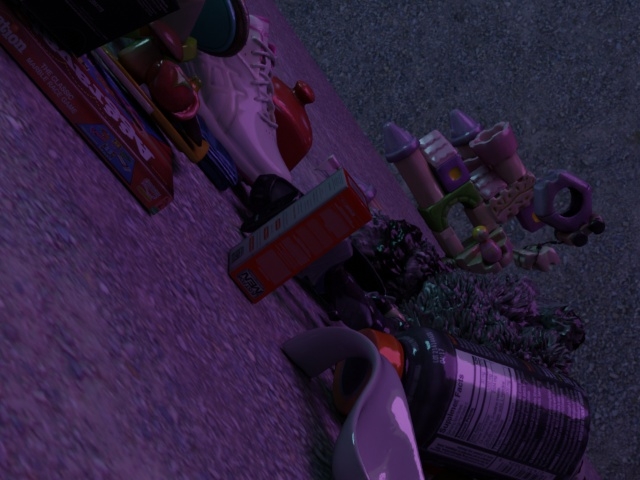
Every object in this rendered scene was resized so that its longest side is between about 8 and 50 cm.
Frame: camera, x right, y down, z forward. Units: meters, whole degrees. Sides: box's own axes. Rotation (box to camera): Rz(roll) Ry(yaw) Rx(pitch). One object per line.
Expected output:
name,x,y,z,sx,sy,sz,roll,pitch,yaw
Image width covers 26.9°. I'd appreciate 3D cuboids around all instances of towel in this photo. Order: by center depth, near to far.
towel,-0.133,-0.112,1.467,0.119,0.029,0.067,51,9,-21

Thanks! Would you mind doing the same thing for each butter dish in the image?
butter dish,-0.060,-0.166,1.770,0.160,0.118,0.160,50,9,-25

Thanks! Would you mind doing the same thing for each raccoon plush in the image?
raccoon plush,0.147,0.165,1.670,0.446,0.216,0.299,25,26,-2

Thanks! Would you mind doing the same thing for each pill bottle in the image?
pill bottle,0.136,0.163,1.331,0.246,0.130,0.130,21,23,-22

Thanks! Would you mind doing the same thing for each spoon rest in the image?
spoon rest,0.043,0.166,1.160,0.137,0.084,0.276,47,10,-38

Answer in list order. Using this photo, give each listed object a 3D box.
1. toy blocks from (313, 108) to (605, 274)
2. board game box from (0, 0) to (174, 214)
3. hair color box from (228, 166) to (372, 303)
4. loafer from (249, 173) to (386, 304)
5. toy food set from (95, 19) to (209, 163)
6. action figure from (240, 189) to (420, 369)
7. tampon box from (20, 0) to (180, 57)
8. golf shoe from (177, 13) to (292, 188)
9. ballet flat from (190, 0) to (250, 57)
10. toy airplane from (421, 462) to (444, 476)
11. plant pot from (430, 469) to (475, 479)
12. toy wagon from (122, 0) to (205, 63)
toy blocks,0.177,-0.071,1.901,0.260,0.289,0.309,58,-9,-16
board game box,-0.224,-0.155,1.153,0.281,0.027,0.145,51,10,-23
hair color box,-0.021,-0.006,1.283,0.043,0.141,0.072,52,9,-16
loafer,0.000,0.000,1.530,0.223,0.078,0.076,49,51,-37
toy food set,-0.149,-0.155,1.289,0.128,0.071,0.218,49,-2,15
action figure,0.037,0.076,1.442,0.285,0.099,0.185,53,4,-21
tampon box,-0.203,-0.260,1.110,0.120,0.101,0.161,47,20,-70
golf shoe,-0.100,-0.191,1.583,0.306,0.140,0.115,58,6,17
ballet flat,-0.157,-0.309,1.542,0.106,0.107,0.316,-11,42,-45
toy airplane,0.108,0.219,1.487,0.151,0.028,0.151,46,14,-16
plant pot,0.145,0.273,1.354,0.079,0.083,0.083,45,0,41
toy wagon,-0.167,-0.318,1.358,0.344,0.068,0.267,-140,-134,-56
